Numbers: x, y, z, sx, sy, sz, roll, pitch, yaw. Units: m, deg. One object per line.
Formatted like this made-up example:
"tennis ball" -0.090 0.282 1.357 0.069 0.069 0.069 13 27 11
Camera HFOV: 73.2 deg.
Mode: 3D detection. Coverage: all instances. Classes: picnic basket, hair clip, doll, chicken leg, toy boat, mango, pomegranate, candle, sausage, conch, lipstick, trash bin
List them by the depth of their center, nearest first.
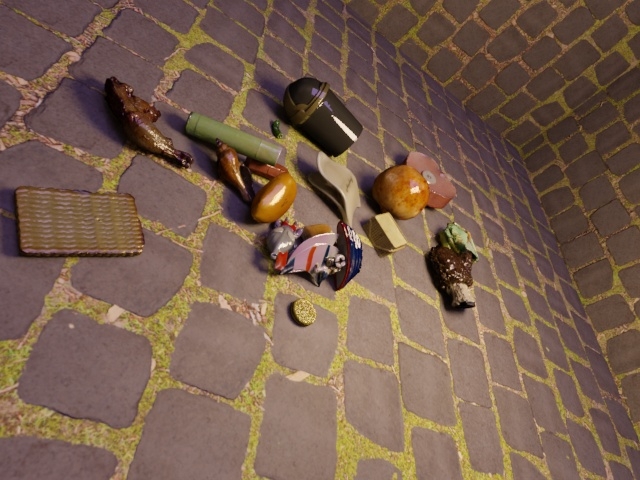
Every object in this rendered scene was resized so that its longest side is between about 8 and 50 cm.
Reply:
"chicken leg" -0.497 -0.331 1.225 0.323 0.083 0.177 54 24 10
"doll" -0.117 -0.005 1.324 0.102 0.075 0.227 23 30 1
"toy boat" 0.009 0.035 1.335 0.318 0.072 0.219 22 90 -36
"mango" -0.144 -0.126 1.340 0.102 0.141 0.217 41 41 -2
"conch" -0.269 -0.209 1.348 0.086 0.080 0.233 -54 126 -38
"lipstick" -0.275 -0.320 1.367 0.304 0.076 0.076 20 45 -11
"sausage" -0.172 -0.241 1.467 0.169 0.065 0.065 17 49 -34
"hair clip" 0.067 -0.206 1.632 0.282 0.113 0.172 42 39 -11
"picnic basket" 0.253 -0.022 1.689 0.115 0.079 0.164 -14 69 -47
"trash bin" -0.001 -0.511 1.738 0.334 0.214 0.214 41 39 -18
"pomegranate" 0.331 -0.196 1.793 0.248 0.248 0.248 25 45 -28
"candle" 0.489 -0.281 2.097 0.287 0.131 0.317 -15 61 -42

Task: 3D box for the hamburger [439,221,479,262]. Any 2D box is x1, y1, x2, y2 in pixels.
"hamburger" 0.622 0.010 1.987 0.235 0.125 0.214 10 47 -43

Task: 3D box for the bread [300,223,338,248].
"bread" -0.001 -0.001 1.423 0.106 0.082 0.125 -2 63 -53

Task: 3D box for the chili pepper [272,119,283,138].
"chili pepper" -0.167 -0.426 1.658 0.030 0.034 0.091 52 20 -58

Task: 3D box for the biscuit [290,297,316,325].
"biscuit" -0.049 0.209 1.254 0.084 0.023 0.084 26 45 -29

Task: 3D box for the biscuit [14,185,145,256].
"biscuit" -0.539 -0.040 0.980 0.254 0.029 0.172 1 58 -43

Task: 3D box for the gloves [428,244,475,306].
"gloves" 0.564 0.141 1.812 0.210 0.135 0.312 -1 57 -37
